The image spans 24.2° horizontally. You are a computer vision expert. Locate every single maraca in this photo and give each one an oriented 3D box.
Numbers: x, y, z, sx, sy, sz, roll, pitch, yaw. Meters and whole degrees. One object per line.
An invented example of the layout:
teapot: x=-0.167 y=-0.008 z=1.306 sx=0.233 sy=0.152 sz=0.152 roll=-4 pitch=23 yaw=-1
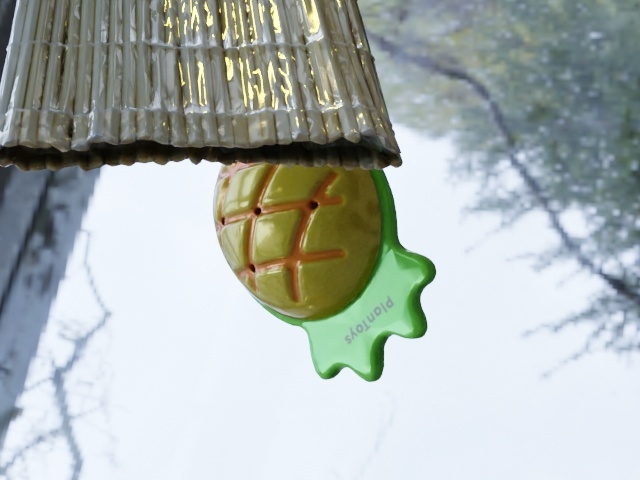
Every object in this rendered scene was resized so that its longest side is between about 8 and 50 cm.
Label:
maraca: x=0.000 y=0.000 z=0.922 sx=0.099 sy=0.185 sz=0.127 roll=1 pitch=-42 yaw=-51

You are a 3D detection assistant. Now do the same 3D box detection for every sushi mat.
sushi mat: x=-0.059 y=-0.112 z=0.666 sx=0.316 sy=0.151 sz=0.019 roll=-100 pitch=10 yaw=-58
